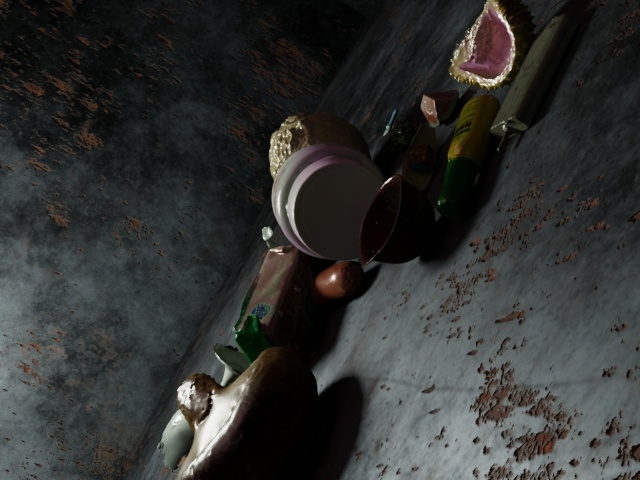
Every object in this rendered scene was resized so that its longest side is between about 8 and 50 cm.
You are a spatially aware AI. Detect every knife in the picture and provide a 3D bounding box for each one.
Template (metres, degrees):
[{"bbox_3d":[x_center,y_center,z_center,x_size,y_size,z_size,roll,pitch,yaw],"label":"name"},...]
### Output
[{"bbox_3d":[0.190,-0.323,2.454,0.027,0.010,0.096,-43,19,54],"label":"knife"}]

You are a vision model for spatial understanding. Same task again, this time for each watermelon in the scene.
[{"bbox_3d":[0.256,-0.290,1.911,0.092,0.072,0.084,-56,27,-10],"label":"watermelon"}]

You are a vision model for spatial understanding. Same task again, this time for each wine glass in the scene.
[{"bbox_3d":[-0.271,0.410,2.179,0.321,0.143,0.143,-60,10,9],"label":"wine glass"}]

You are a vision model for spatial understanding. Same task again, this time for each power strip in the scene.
[{"bbox_3d":[0.346,-0.256,1.492,0.268,0.034,0.092,-62,12,-17],"label":"power strip"}]

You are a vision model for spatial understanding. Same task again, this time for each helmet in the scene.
[{"bbox_3d":[0.143,-0.018,1.565,0.155,0.106,0.175,-52,17,44],"label":"helmet"}]

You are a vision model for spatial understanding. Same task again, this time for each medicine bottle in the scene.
[{"bbox_3d":[0.026,-0.080,1.900,0.241,0.241,0.302,-58,11,4],"label":"medicine bottle"},{"bbox_3d":[0.250,-0.142,1.541,0.095,0.064,0.260,-45,18,51],"label":"medicine bottle"}]

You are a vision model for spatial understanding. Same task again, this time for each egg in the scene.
[{"bbox_3d":[0.000,-0.191,2.253,0.279,0.279,0.310,-60,-15,-8],"label":"egg"}]

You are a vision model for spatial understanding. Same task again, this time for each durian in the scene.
[{"bbox_3d":[0.320,-0.355,1.639,0.165,0.132,0.182,-55,-11,-72],"label":"durian"}]

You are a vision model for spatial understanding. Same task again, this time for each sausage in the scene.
[{"bbox_3d":[0.034,0.088,1.863,0.077,0.077,0.194,-63,13,-20],"label":"sausage"}]

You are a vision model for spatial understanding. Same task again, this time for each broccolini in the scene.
[{"bbox_3d":[0.172,-0.218,2.183,0.054,0.051,0.239,-19,-12,-21],"label":"broccolini"}]

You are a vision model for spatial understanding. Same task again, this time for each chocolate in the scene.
[{"bbox_3d":[0.000,0.000,2.174,0.148,0.125,0.080,-55,27,-1],"label":"chocolate"}]

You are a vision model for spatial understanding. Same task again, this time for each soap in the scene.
[{"bbox_3d":[-0.079,0.155,1.944,0.098,0.217,0.273,-10,38,26],"label":"soap"}]

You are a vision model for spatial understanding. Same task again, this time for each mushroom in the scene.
[{"bbox_3d":[-0.130,0.344,1.583,0.345,0.239,0.345,-170,90,-76],"label":"mushroom"}]

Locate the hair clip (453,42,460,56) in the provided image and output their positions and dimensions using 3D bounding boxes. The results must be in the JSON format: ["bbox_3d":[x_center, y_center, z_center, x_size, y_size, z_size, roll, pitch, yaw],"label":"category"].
[{"bbox_3d":[0.333,-0.394,1.934,0.172,0.049,0.116,-127,55,-70],"label":"hair clip"}]

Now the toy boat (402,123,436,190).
[{"bbox_3d":[0.202,-0.163,1.812,0.066,0.065,0.172,113,174,-50],"label":"toy boat"}]

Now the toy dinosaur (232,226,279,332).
[{"bbox_3d":[-0.094,0.070,2.257,0.392,0.092,0.205,-64,-30,-9],"label":"toy dinosaur"}]
